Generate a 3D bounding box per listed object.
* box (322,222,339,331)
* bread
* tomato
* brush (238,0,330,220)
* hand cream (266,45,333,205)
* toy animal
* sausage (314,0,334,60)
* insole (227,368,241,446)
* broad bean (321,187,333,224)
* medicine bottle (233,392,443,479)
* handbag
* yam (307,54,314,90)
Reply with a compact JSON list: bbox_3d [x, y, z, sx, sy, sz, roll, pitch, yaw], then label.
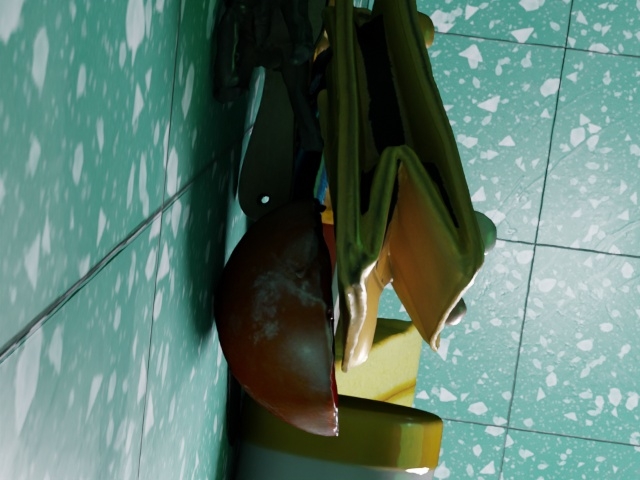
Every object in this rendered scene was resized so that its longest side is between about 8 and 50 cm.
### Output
[{"bbox_3d":[-0.020,0.079,1.699,0.133,0.099,0.182,96,4,-45],"label":"box"},{"bbox_3d":[0.059,0.296,2.397,0.361,0.245,0.233,-84,-179,-73],"label":"bread"},{"bbox_3d":[-0.039,0.078,1.202,0.199,0.112,0.228,-95,179,-52],"label":"tomato"},{"bbox_3d":[-0.033,-0.180,1.289,0.065,0.070,0.327,-172,-89,-83],"label":"brush"},{"bbox_3d":[-0.014,-0.096,1.472,0.120,0.061,0.270,-23,-132,67],"label":"hand cream"},{"bbox_3d":[-0.035,-0.174,1.068,0.232,0.085,0.148,80,16,-67],"label":"toy animal"},{"bbox_3d":[0.004,-0.287,1.699,0.062,0.054,0.183,37,57,-48],"label":"sausage"},{"bbox_3d":[-0.094,0.148,1.444,0.232,0.003,0.080,93,5,-47],"label":"insole"},{"bbox_3d":[0.018,-0.102,1.767,0.228,0.122,0.156,98,-3,-61],"label":"broad bean"},{"bbox_3d":[0.012,0.301,1.577,0.238,0.238,0.231,36,63,-86],"label":"medicine bottle"},{"bbox_3d":[0.060,-0.053,1.201,0.401,0.133,0.283,87,-7,-75],"label":"handbag"},{"bbox_3d":[-0.021,-0.267,1.398,0.046,0.046,0.264,-79,176,-49],"label":"yam"}]
